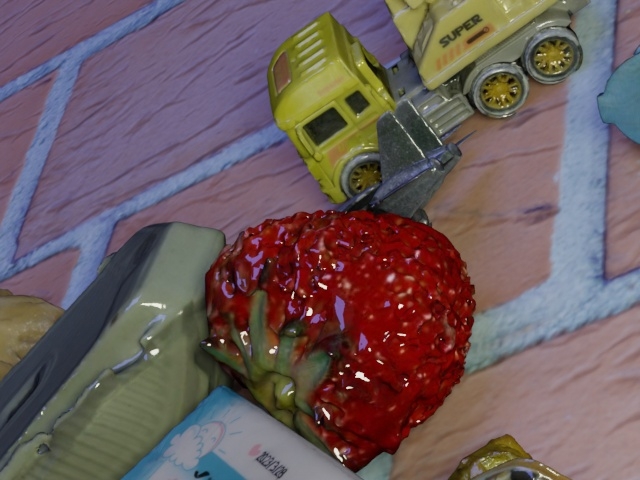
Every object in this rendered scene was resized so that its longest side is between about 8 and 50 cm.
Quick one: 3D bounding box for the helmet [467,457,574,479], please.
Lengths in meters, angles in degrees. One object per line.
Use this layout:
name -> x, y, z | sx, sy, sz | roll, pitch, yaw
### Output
helmet -> 0.100, 0.231, 1.054 | 0.224, 0.130, 0.198 | -11, 44, 28

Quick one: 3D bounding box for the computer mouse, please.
computer mouse -> -0.186, 0.168, 1.486 | 0.429, 0.145, 0.228 | -48, 19, 16

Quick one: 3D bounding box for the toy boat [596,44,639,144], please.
toy boat -> 0.286, -0.106, 1.350 | 0.102, 0.088, 0.215 | -20, 11, -38

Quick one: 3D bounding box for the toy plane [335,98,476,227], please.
toy plane -> 0.008, 0.009, 1.513 | 0.267, 0.088, 0.212 | -46, -4, 26

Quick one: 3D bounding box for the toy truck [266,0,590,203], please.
toy truck -> 0.079, -0.163, 1.584 | 0.272, 0.157, 0.124 | -34, 30, 15

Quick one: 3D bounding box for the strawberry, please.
strawberry -> 0.025, 0.053, 1.350 | 0.201, 0.184, 0.187 | -35, 15, -31

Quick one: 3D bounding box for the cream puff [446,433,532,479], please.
cream puff -> 0.102, 0.162, 1.215 | 0.083, 0.058, 0.083 | -38, 27, 12

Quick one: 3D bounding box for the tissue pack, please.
tissue pack -> -0.047, 0.226, 1.250 | 0.201, 0.124, 0.271 | -48, 28, -8

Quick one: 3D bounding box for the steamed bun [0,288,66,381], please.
steamed bun -> -0.361, 0.136, 1.754 | 0.292, 0.137, 0.295 | -31, 28, 13
